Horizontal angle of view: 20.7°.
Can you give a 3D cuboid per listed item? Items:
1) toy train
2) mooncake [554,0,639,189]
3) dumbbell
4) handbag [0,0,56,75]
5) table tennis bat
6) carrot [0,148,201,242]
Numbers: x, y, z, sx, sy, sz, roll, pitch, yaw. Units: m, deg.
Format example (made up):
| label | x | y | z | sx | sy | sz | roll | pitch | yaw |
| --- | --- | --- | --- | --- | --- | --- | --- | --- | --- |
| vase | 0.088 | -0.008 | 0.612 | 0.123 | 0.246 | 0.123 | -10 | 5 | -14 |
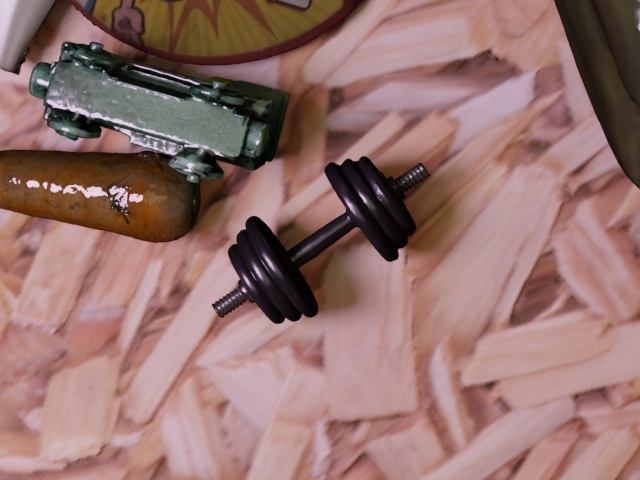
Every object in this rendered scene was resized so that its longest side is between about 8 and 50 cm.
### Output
| label | x | y | z | sx | sy | sz | roll | pitch | yaw |
| --- | --- | --- | --- | --- | --- | --- | --- | --- | --- |
| toy train | -0.132 | -0.109 | 1.436 | 0.200 | 0.132 | 0.083 | 19 | 102 | 8 |
| mooncake | 0.268 | -0.210 | 1.282 | 0.187 | 0.351 | 0.351 | -20 | 89 | 5 |
| dumbbell | 0.000 | 0.000 | 1.435 | 0.208 | 0.099 | 0.099 | -34 | 87 | 5 |
| handbag | -0.309 | -0.272 | 1.469 | 0.241 | 0.109 | 0.315 | 37 | 99 | 6 |
| table tennis bat | -0.025 | -0.283 | 1.423 | 0.414 | 0.051 | 0.268 | -11 | 114 | -3 |
| carrot | -0.247 | -0.046 | 1.484 | 0.298 | 0.078 | 0.078 | 5 | 92 | 12 |
